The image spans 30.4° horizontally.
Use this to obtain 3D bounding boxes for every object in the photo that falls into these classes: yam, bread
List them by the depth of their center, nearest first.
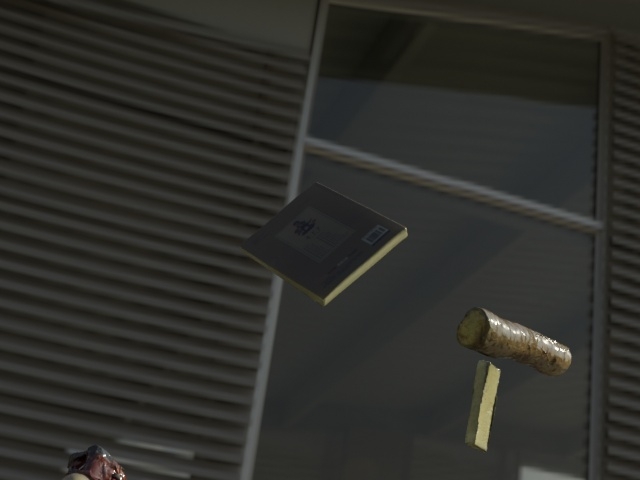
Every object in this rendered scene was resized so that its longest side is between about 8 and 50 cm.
[{"bbox_3d":[0.306,0.161,1.829,0.066,0.066,0.300,-12,-20,35],"label":"yam"},{"bbox_3d":[0.280,0.286,2.038,0.028,0.153,0.068,3,-18,28],"label":"bread"}]

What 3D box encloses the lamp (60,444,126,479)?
[{"bbox_3d":[-0.414,0.464,1.991,0.118,0.253,0.118,8,-54,11],"label":"lamp"}]

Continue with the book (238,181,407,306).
[{"bbox_3d":[0.000,0.000,1.446,0.199,0.138,0.016,30,-24,51],"label":"book"}]
